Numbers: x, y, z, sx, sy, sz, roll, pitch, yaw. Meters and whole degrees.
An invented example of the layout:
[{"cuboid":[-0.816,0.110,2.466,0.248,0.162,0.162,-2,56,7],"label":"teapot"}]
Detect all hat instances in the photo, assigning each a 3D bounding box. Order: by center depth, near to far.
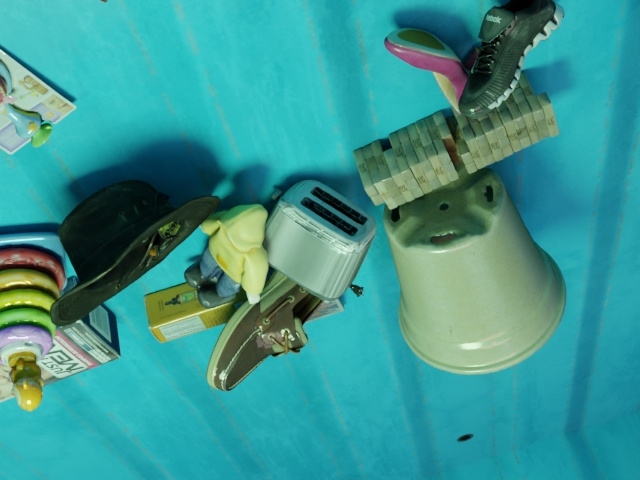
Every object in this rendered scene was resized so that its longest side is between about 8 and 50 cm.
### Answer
[{"cuboid":[-0.326,-0.012,1.471,0.331,0.134,0.331,-38,178,-1],"label":"hat"}]

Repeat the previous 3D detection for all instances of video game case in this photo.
[{"cuboid":[-0.045,0.153,1.898,0.183,0.023,0.201,-19,167,2],"label":"video game case"}]

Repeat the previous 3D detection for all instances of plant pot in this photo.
[{"cuboid":[0.264,0.027,1.694,0.333,0.334,0.305,-22,135,6],"label":"plant pot"}]

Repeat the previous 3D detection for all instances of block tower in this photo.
[{"cuboid":[0.231,-0.169,1.568,0.335,0.097,0.091,-23,146,11],"label":"block tower"}]

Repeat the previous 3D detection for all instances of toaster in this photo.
[{"cuboid":[0.000,0.000,1.611,0.129,0.227,0.146,-46,167,-48],"label":"toaster"}]

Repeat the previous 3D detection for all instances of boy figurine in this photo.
[{"cuboid":[-0.153,0.028,1.595,0.092,0.177,0.285,-27,169,-29],"label":"boy figurine"}]

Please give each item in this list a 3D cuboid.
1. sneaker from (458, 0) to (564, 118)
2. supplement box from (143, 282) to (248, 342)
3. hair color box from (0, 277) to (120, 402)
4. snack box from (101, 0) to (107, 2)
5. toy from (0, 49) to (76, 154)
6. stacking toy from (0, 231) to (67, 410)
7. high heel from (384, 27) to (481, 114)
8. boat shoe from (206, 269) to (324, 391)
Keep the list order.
[{"cuboid":[0.268,-0.294,1.367,0.234,0.078,0.106,-53,129,-7],"label":"sneaker"},{"cuboid":[-0.222,0.123,1.792,0.233,0.078,0.080,-15,148,-2],"label":"supplement box"},{"cuboid":[-0.576,0.207,1.731,0.347,0.105,0.174,-20,145,6],"label":"hair color box"},{"cuboid":[-0.301,-0.389,1.046,0.207,0.070,0.174,16,135,-36],"label":"snack box"},{"cuboid":[-0.466,-0.197,1.255,0.136,0.056,0.237,-30,144,17],"label":"toy"},{"cuboid":[-0.494,0.146,1.505,0.165,0.302,0.175,-6,145,-16],"label":"stacking toy"},{"cuboid":[0.174,-0.258,1.428,0.244,0.082,0.117,-2,134,-43],"label":"high heel"},{"cuboid":[-0.075,0.158,1.724,0.342,0.123,0.123,-49,152,-15],"label":"boat shoe"}]
